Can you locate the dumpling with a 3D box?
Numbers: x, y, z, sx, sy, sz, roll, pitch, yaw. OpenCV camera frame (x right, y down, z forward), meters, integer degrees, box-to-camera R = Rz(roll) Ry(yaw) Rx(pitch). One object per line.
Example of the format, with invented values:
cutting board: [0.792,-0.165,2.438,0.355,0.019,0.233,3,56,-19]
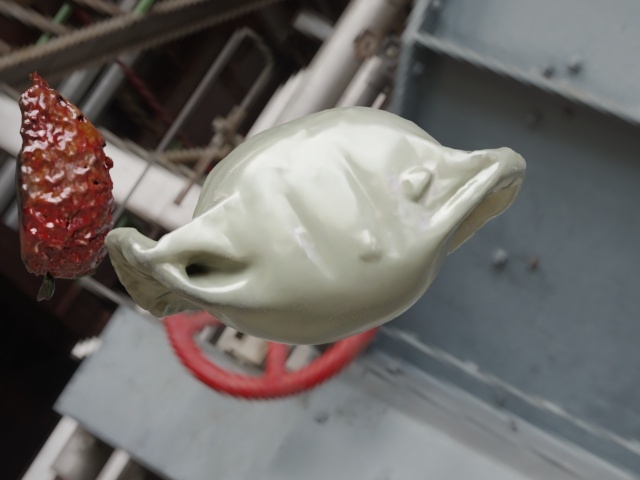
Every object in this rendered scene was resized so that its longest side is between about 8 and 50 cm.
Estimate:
dumpling: [0.002,0.000,0.674,0.100,0.169,0.134,53,-9,11]

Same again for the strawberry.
strawberry: [-0.225,-0.045,1.344,0.085,0.192,0.140,1,-8,-3]
